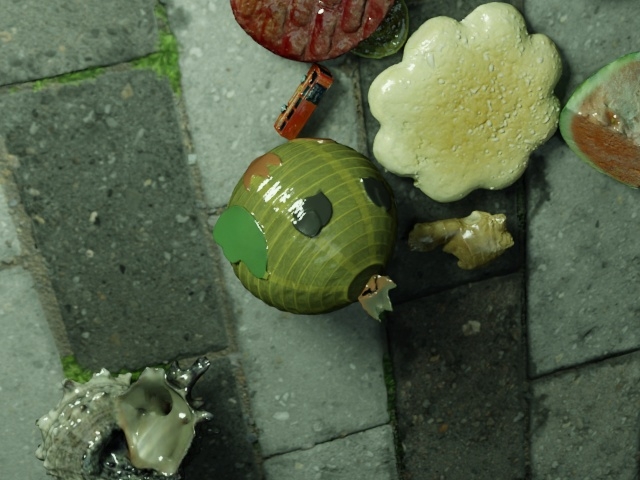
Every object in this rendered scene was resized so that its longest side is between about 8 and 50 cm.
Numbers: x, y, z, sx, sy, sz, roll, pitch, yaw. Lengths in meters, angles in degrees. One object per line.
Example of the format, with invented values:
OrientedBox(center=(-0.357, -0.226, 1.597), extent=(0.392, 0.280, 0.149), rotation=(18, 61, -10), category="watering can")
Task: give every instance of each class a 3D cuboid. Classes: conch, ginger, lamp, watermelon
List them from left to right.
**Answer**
OrientedBox(center=(-0.296, 0.283, 1.489), extent=(0.313, 0.186, 0.240), rotation=(-23, 119, 19), category="conch")
OrientedBox(center=(0.000, 0.000, 1.333), extent=(0.250, 0.284, 0.250), rotation=(-31, 151, -20), category="lamp")
OrientedBox(center=(0.218, 0.005, 1.542), extent=(0.165, 0.067, 0.096), rotation=(-5, 121, 0), category="ginger")
OrientedBox(center=(0.461, -0.191, 1.493), extent=(0.231, 0.128, 0.146), rotation=(43, 69, -49), category="watermelon")

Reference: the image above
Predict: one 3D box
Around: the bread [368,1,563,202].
OrientedBox(center=(0.221, -0.191, 1.433), extent=(0.316, 0.054, 0.316), rotation=(-7, 119, -14), category="bread")

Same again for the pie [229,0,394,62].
OrientedBox(center=(-0.013, -0.330, 1.260), extent=(0.219, 0.054, 0.204), rotation=(19, 119, -22), category="pie")

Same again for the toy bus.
OrientedBox(center=(-0.023, -0.191, 1.358), extent=(0.031, 0.043, 0.110), rotation=(25, 109, -28), category="toy bus")

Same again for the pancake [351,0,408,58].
OrientedBox(center=(0.073, -0.296, 1.343), extent=(0.108, 0.017, 0.108), rotation=(-8, 117, -15), category="pancake")
